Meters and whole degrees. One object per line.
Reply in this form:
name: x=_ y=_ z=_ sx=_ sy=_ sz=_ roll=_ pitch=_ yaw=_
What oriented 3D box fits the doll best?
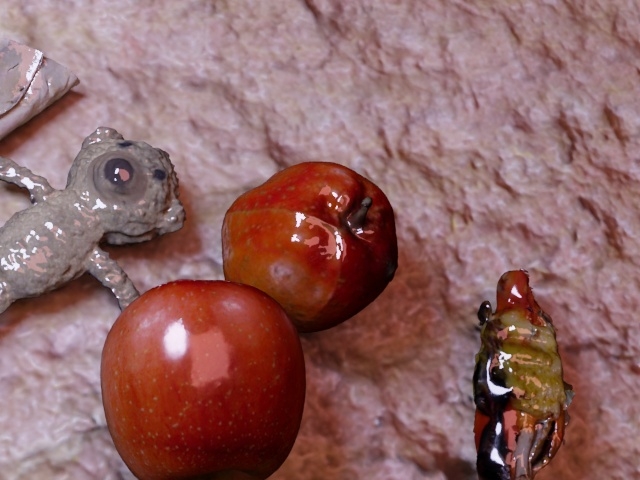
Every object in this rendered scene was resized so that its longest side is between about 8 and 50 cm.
doll: x=-0.255 y=0.003 z=1.089 sx=0.286 sy=0.091 sz=0.202 roll=-14 pitch=67 yaw=-15

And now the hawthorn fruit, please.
hawthorn fruit: x=0.000 y=0.000 z=1.118 sx=0.157 sy=0.194 sz=0.157 roll=12 pitch=66 yaw=-28

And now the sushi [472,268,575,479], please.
sushi: x=0.197 y=0.138 z=1.196 sx=0.097 sy=0.103 sz=0.226 roll=2 pitch=70 yaw=9

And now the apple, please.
apple: x=-0.098 y=0.122 z=1.039 sx=0.181 sy=0.181 sz=0.168 roll=2 pitch=65 yaw=-20

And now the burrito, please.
burrito: x=-0.325 y=-0.110 z=1.111 sx=0.087 sy=0.060 sz=0.226 roll=46 pitch=61 yaw=-5
